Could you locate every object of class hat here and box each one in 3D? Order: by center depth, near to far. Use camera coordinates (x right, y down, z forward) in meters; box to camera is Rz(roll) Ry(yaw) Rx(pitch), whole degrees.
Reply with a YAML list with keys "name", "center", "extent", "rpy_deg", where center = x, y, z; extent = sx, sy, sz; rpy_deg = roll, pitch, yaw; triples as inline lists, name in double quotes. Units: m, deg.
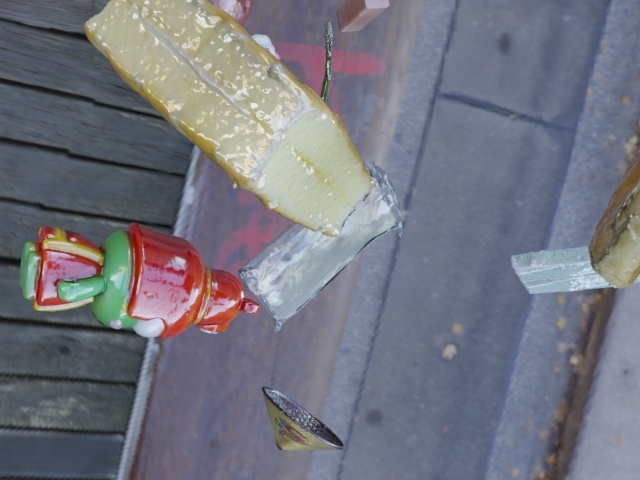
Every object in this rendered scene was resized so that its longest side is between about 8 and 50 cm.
- name: "hat"
  center: [-0.053, 0.364, 1.909]
  extent: [0.193, 0.193, 0.082]
  rpy_deg: [36, 89, -30]

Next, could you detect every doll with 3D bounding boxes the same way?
- name: "doll"
  center: [-0.259, 0.061, 1.504]
  extent: [0.363, 0.183, 0.160]
  rpy_deg: [17, 94, -23]

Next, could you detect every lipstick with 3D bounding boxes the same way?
- name: "lipstick"
  center: [0.071, -0.397, 1.723]
  extent: [0.045, 0.145, 0.045]
  rpy_deg: [-6, 88, -18]

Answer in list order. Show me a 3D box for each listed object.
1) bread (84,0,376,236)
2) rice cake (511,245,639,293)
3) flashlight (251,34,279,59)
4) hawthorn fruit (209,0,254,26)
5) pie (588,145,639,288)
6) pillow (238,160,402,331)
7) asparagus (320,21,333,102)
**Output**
- name: "bread"
  center: [-0.074, -0.122, 0.967]
  extent: [0.111, 0.239, 0.246]
  rpy_deg: [-47, 159, 2]
- name: "rice cake"
  center: [0.424, 0.044, 1.614]
  extent: [0.085, 0.226, 0.040]
  rpy_deg: [65, 25, -44]
- name: "flashlight"
  center: [-0.101, -0.226, 1.434]
  extent: [0.048, 0.200, 0.093]
  rpy_deg: [2, 82, -19]
- name: "hawthorn fruit"
  center: [-0.202, -0.403, 1.657]
  extent: [0.251, 0.190, 0.189]
  rpy_deg: [-34, 119, -47]
- name: "pie"
  center: [0.454, -0.098, 1.320]
  extent: [0.083, 0.339, 0.339]
  rpy_deg: [29, 87, 12]
- name: "pillow"
  center: [0.000, 0.000, 1.381]
  extent: [0.255, 0.059, 0.169]
  rpy_deg: [-40, 143, -7]
- name: "asparagus"
  center: [0.010, -0.267, 1.554]
  extent: [0.162, 0.016, 0.016]
  rpy_deg: [96, 19, -50]
